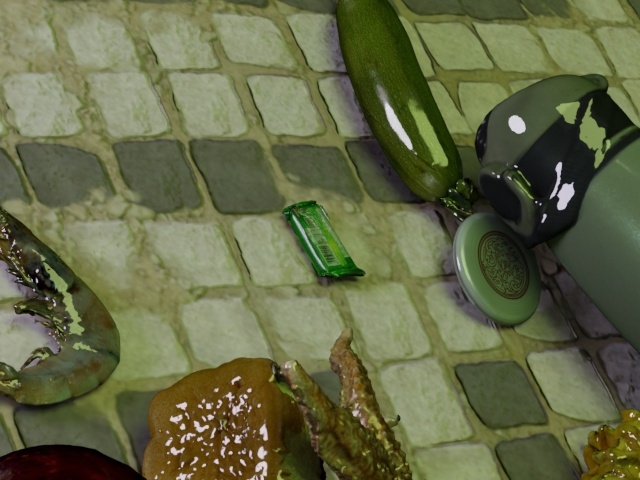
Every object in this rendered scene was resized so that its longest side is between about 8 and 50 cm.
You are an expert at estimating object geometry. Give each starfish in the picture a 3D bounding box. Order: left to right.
[{"bbox_3d":[0.038,0.173,1.264,0.060,0.302,0.299,-15,68,10],"label":"starfish"}]

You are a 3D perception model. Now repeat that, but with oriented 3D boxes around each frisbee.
[{"bbox_3d":[0.164,0.025,1.597,0.110,0.014,0.110,19,58,-35],"label":"frisbee"}]

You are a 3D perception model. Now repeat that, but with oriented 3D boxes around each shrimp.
[{"bbox_3d":[-0.245,0.047,1.329,0.195,0.035,0.148,47,46,11],"label":"shrimp"}]

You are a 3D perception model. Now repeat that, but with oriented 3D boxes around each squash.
[{"bbox_3d":[0.068,-0.148,1.678,0.071,0.080,0.318,-21,58,-3],"label":"squash"}]

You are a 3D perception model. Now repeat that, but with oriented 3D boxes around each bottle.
[{"bbox_3d":[0.291,-0.008,1.580,0.347,0.168,0.168,45,43,15],"label":"bottle"}]

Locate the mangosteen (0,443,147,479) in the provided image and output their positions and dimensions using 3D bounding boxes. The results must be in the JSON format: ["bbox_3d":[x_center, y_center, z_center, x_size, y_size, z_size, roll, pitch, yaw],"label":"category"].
[{"bbox_3d":[-0.177,0.225,1.093,0.210,0.210,0.210,18,45,-19],"label":"mangosteen"}]

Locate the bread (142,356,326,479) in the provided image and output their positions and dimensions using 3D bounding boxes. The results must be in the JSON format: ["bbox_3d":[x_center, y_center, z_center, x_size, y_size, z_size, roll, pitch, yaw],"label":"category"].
[{"bbox_3d":[-0.066,0.157,1.274,0.069,0.128,0.140,45,29,-46],"label":"bread"}]

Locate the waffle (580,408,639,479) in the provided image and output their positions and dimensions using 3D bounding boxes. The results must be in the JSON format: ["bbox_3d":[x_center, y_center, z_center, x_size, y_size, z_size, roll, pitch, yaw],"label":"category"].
[{"bbox_3d":[0.309,0.234,1.489,0.197,0.070,0.193,30,42,-9],"label":"waffle"}]

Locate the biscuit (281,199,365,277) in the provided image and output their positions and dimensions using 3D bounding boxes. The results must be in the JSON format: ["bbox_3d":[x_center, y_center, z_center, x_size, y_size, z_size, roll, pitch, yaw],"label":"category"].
[{"bbox_3d":[0.000,0.000,1.538,0.046,0.016,0.089,-9,58,-40],"label":"biscuit"}]
